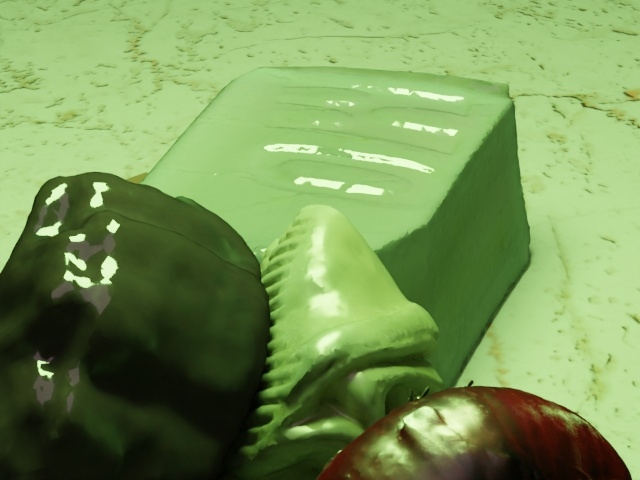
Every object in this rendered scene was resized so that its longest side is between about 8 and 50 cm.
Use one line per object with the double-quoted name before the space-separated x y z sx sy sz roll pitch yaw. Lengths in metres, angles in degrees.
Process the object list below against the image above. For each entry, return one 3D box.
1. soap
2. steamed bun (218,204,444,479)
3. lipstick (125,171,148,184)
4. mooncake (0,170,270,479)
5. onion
"soap" 0.000 0.000 1.941 0.350 0.213 0.435 11 32 18
"steamed bun" -0.003 0.169 1.602 0.219 0.310 0.324 29 26 -16
"lipstick" -0.246 -0.032 2.167 0.145 0.045 0.045 -24 38 -34
"mooncake" -0.220 0.138 1.528 0.212 0.381 0.350 27 30 -30
"onion" 0.113 0.265 1.377 0.314 0.314 0.232 -15 24 -23
